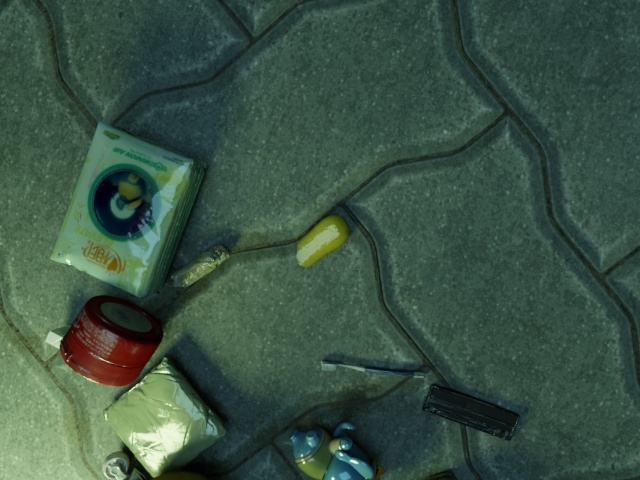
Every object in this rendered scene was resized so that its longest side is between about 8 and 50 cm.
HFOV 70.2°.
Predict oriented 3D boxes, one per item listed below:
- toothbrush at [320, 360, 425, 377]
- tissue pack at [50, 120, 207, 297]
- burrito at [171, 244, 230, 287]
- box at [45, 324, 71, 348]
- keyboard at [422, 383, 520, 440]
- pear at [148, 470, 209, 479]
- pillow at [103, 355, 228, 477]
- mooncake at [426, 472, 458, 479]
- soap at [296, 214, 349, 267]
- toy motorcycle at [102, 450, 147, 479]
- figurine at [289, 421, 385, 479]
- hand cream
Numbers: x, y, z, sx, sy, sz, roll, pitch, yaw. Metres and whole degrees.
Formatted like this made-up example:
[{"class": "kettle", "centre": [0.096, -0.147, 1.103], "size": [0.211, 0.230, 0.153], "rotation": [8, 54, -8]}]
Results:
[{"class": "toothbrush", "centre": [0.143, 0.358, 1.251], "size": [0.288, 0.024, 0.026], "rotation": [5, 94, 4]}, {"class": "tissue pack", "centre": [-0.505, -0.081, 1.216], "size": [0.287, 0.162, 0.388], "rotation": [23, 95, 7]}, {"class": "burrito", "centre": [-0.338, 0.073, 1.267], "size": [0.188, 0.045, 0.058], "rotation": [-33, 83, 8]}, {"class": "box", "centre": [-0.682, 0.298, 1.290], "size": [0.154, 0.084, 0.040], "rotation": [28, 96, 2]}, {"class": "keyboard", "centre": [0.410, 0.465, 1.236], "size": [0.251, 0.017, 0.087], "rotation": [18, 96, 5]}, {"class": "pear", "centre": [-0.396, 0.759, 1.177], "size": [0.314, 0.314, 0.314], "rotation": [0, 93, 5]}, {"class": "pillow", "centre": [-0.439, 0.509, 1.287], "size": [0.281, 0.076, 0.274], "rotation": [-41, 87, 12]}, {"class": "mooncake", "centre": [0.303, 0.782, 1.205], "size": [0.250, 0.136, 0.254], "rotation": [-32, 89, 10]}, {"class": "soap", "centre": [0.000, 0.000, 1.238], "size": [0.168, 0.033, 0.089], "rotation": [-34, 88, 6]}, {"class": "toy motorcycle", "centre": [-0.544, 0.724, 1.305], "size": [0.112, 0.112, 0.254], "rotation": [-15, 93, 6]}, {"class": "figurine", "centre": [0.047, 0.587, 1.210], "size": [0.262, 0.154, 0.180], "rotation": [45, 107, -2]}, {"class": "hand cream", "centre": [-0.548, 0.260, 1.208], "size": [0.230, 0.230, 0.149], "rotation": [32, 95, 3]}]
